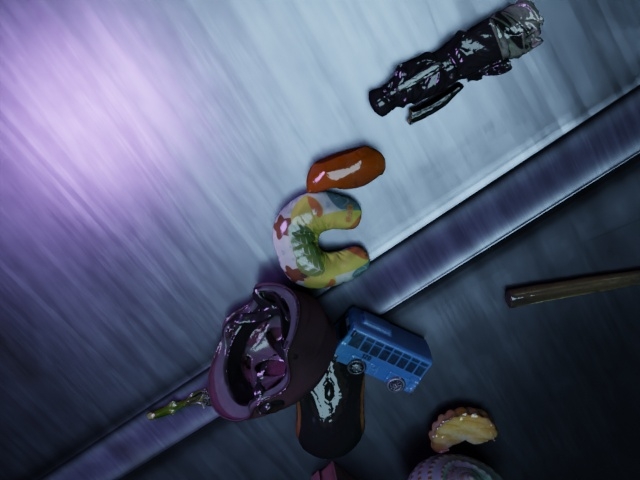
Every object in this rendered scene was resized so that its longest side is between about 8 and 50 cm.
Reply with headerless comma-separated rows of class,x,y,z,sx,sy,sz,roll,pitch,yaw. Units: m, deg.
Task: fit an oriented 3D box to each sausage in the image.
sausage,0.050,-0.152,1.124,0.179,0.089,0.089,-16,111,0

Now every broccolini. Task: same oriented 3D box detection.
broccolini,-0.358,0.436,1.366,0.216,0.067,0.058,-25,71,9

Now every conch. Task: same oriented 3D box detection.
conch,0.350,0.675,1.375,0.302,0.215,0.319,-1,152,-20

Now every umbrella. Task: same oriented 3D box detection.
umbrella,0.264,-0.347,1.038,0.357,0.106,0.113,-26,113,10

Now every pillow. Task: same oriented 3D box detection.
pillow,0.000,0.000,1.191,0.214,0.086,0.234,-12,109,-7

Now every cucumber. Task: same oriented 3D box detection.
cucumber,0.241,-0.287,1.098,0.134,0.033,0.034,-25,115,10

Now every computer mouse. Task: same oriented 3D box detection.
computer mouse,0.025,0.434,1.337,0.182,0.116,0.324,-3,111,-3

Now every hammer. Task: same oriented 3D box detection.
hammer,0.667,0.106,1.246,0.439,0.044,0.168,-11,112,4

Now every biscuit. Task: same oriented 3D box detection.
biscuit,0.375,0.488,1.386,0.183,0.061,0.118,-9,109,1

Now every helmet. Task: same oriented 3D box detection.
helmet,-0.096,0.261,1.209,0.197,0.271,0.338,17,114,-39

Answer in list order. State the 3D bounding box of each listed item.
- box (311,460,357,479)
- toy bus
box,0.087,0.733,1.400,0.086,0.215,0.215,-45,104,5
toy bus,0.142,0.261,1.269,0.233,0.116,0.134,26,111,-11
